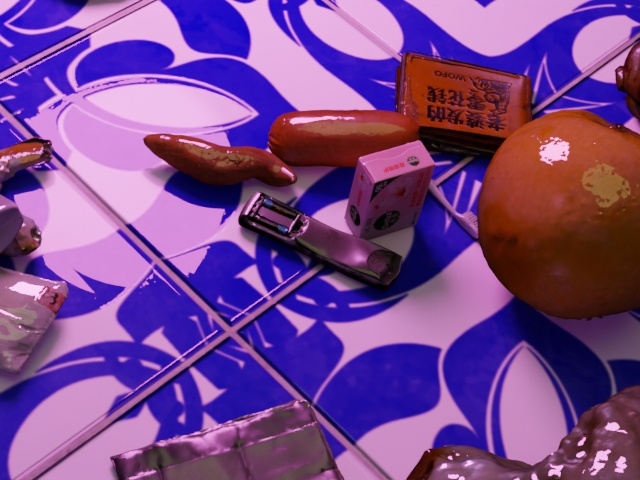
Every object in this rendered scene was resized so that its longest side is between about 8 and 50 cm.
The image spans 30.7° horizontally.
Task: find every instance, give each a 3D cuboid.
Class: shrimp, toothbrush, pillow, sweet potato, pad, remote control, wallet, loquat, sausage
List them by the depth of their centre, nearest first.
[{"bbox_3d":[-0.088,0.266,1.233,0.233,0.022,0.174,-13,57,-17],"label":"pad"},{"bbox_3d":[-0.411,0.065,1.316,0.229,0.051,0.128,19,55,5],"label":"pillow"},{"bbox_3d":[0.317,-0.031,1.379,0.263,0.263,0.263,5,52,-6],"label":"loquat"},{"bbox_3d":[-0.363,-0.055,1.417,0.161,0.049,0.166,29,54,24],"label":"shrimp"},{"bbox_3d":[0.000,0.000,1.446,0.212,0.028,0.059,24,52,9],"label":"remote control"},{"bbox_3d":[-0.129,-0.099,1.488,0.202,0.058,0.055,12,9,-5],"label":"sweet potato"},{"bbox_3d":[0.029,-0.132,1.516,0.198,0.076,0.076,1,52,2],"label":"sausage"},{"bbox_3d":[0.126,-0.092,1.543,0.024,0.018,0.257,-30,63,-31],"label":"toothbrush"},{"bbox_3d":[0.199,-0.187,1.613,0.196,0.042,0.161,9,52,-2],"label":"wallet"}]

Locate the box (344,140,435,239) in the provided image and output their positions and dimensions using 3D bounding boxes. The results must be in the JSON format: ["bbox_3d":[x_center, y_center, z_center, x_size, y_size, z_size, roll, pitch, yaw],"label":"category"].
[{"bbox_3d":[0.085,-0.060,1.445,0.089,0.125,0.043,-18,58,-20],"label":"box"}]

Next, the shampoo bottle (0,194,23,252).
[{"bbox_3d":[-0.450,-0.048,1.357,0.227,0.056,0.086,26,57,31],"label":"shampoo bottle"}]

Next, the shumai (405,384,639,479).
[{"bbox_3d":[0.216,0.324,1.088,0.324,0.324,0.397,-1,47,8],"label":"shumai"}]

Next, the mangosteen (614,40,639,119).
[{"bbox_3d":[0.511,-0.221,1.607,0.211,0.211,0.250,-34,35,-30],"label":"mangosteen"}]
